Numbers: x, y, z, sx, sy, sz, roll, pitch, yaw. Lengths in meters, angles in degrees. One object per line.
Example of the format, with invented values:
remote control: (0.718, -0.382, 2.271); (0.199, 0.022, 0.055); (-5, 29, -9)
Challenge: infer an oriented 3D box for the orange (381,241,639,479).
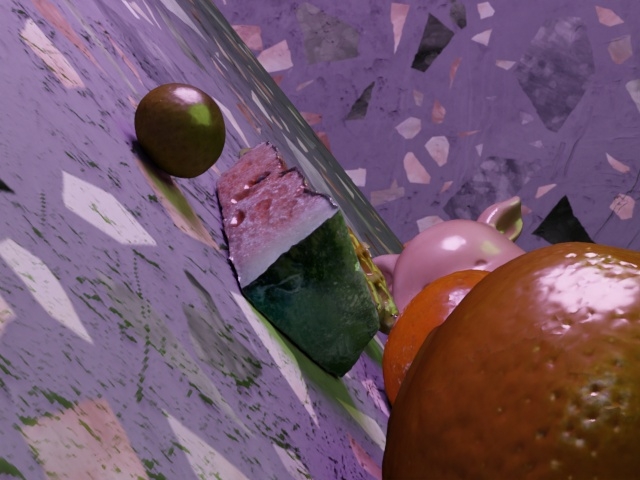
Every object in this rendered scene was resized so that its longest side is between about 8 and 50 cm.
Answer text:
orange: (0.154, 0.123, 0.716); (0.196, 0.263, 0.334); (37, 9, 20)

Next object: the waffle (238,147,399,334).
waffle: (0.000, 0.000, 1.162); (0.208, 0.054, 0.214); (43, 13, -37)

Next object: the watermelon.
watermelon: (-0.027, -0.002, 0.934); (0.154, 0.094, 0.241); (56, 0, -39)

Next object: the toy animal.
toy animal: (0.208, 0.110, 1.393); (0.269, 0.237, 0.326); (65, 6, 22)

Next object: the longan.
longan: (-0.110, -0.082, 0.842); (0.075, 0.075, 0.083); (53, -34, 9)

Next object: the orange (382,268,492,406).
orange: (0.158, 0.139, 1.033); (0.224, 0.170, 0.224); (34, 31, -24)
